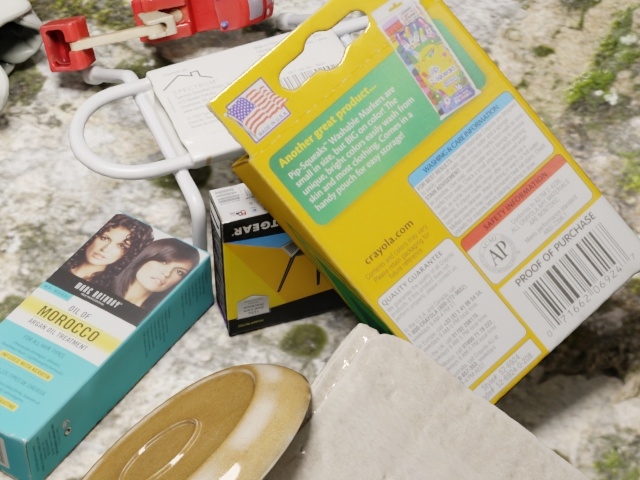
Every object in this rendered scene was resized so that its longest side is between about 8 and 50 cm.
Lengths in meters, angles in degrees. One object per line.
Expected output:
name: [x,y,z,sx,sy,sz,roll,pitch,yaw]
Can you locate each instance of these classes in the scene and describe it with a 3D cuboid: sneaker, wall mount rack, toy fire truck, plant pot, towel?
sneaker: [-0.339,-0.227,1.838,0.146,0.122,0.330,13,42,-12]
wall mount rack: [-0.071,-0.127,1.718,0.350,0.130,0.304,-17,50,-16]
toy fire truck: [-0.153,-0.208,1.800,0.192,0.047,0.135,-6,16,24]
plant pot: [-0.110,0.165,1.374,0.236,0.032,0.236,-34,16,11]
towel: [0.092,0.201,1.375,0.282,0.049,0.187,38,54,3]

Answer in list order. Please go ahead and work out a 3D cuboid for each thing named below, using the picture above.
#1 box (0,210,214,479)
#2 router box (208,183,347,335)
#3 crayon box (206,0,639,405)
box: [-0.197,0.084,1.544,0.101,0.060,0.244,24,50,23]
router box: [0.000,0.000,1.576,0.179,0.133,0.046,-14,46,-12]
crayon box: [0.080,-0.042,1.490,0.203,0.083,0.323,-41,97,-12]
